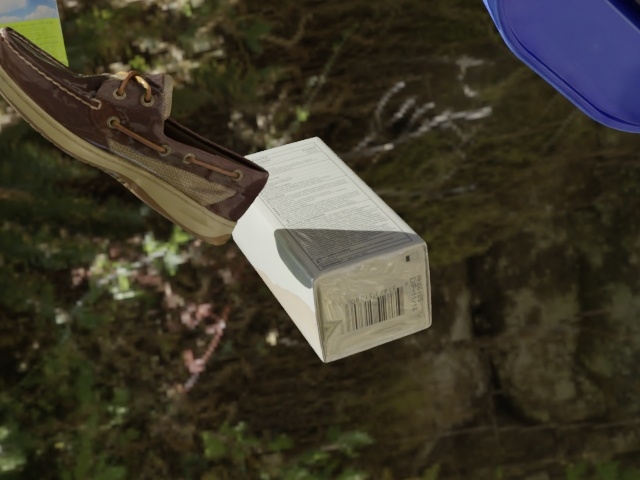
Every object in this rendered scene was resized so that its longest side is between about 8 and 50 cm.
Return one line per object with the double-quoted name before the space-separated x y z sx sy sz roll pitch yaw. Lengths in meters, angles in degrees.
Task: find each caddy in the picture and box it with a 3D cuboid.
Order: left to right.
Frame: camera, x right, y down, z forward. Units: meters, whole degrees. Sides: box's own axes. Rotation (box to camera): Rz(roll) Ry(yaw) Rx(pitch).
"caddy" 0.283 -0.264 1.117 0.341 0.241 0.179 32 -150 -33

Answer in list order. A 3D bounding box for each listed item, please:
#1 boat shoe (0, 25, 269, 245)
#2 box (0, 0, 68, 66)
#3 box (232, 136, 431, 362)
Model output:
"boat shoe" -0.202 -0.133 1.266 0.342 0.123 0.123 37 -168 -21
"box" -0.470 -0.343 1.889 0.042 0.109 0.178 108 150 -62
"box" 0.000 0.000 1.436 0.311 0.148 0.121 -129 27 -54
